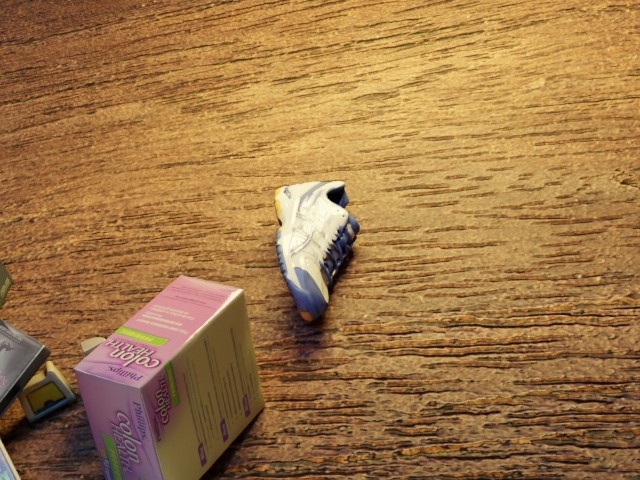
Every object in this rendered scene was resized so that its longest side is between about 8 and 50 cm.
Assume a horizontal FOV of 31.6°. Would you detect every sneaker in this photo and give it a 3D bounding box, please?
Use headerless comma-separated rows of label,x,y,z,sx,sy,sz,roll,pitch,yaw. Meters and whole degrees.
sneaker,0.000,0.000,1.832,0.131,0.112,0.296,-14,44,6

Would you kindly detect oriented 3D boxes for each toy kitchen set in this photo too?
toy kitchen set,-0.366,0.263,1.726,0.166,0.122,0.207,-29,24,-9

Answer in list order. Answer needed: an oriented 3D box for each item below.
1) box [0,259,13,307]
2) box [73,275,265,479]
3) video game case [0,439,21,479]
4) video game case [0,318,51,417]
box,-0.620,0.093,1.913,0.059,0.183,0.232,-4,45,17
box,-0.203,0.207,1.584,0.117,0.213,0.243,11,36,29
video game case,-0.526,0.389,1.642,0.190,0.022,0.173,-30,73,-10
video game case,-0.558,0.253,1.777,0.196,0.026,0.274,18,68,48
